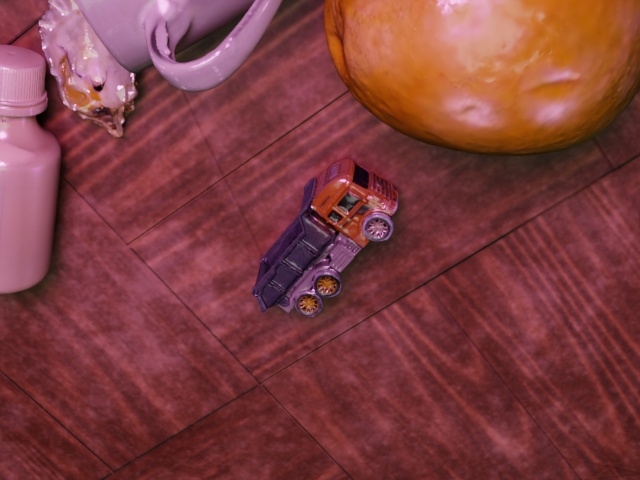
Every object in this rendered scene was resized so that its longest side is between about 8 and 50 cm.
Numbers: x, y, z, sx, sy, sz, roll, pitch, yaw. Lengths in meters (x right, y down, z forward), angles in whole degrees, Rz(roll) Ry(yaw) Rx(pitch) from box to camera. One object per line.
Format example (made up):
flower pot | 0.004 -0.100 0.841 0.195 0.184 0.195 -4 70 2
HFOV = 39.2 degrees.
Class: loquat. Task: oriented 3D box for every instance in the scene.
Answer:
loquat | 0.148 -0.198 0.793 0.283 0.276 0.276 20 119 -34

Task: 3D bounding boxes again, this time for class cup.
cup | -0.094 -0.248 0.769 0.234 0.258 0.186 -24 153 6

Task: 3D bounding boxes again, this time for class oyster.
oyster | -0.224 -0.186 0.911 0.121 0.045 0.146 -38 105 22

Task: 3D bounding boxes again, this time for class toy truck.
toy truck | 0.000 0.000 0.994 0.092 0.083 0.192 36 114 -13

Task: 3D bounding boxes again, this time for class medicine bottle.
medicine bottle | -0.328 -0.073 0.932 0.114 0.114 0.252 11 119 -7
